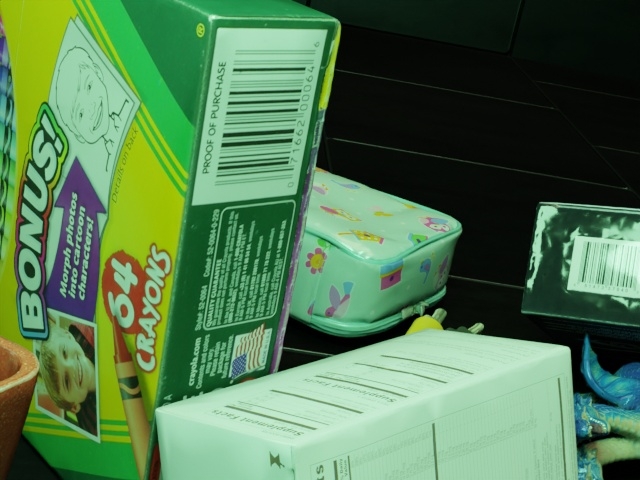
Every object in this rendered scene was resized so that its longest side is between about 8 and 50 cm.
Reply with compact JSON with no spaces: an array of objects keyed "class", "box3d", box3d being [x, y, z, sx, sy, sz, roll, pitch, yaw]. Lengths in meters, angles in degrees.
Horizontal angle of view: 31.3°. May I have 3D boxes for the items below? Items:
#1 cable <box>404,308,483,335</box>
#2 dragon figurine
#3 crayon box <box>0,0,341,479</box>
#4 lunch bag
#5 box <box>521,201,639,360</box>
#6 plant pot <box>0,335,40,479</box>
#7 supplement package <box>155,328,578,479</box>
[{"class":"cable","box3d":[0.073,0.146,0.973,0.139,0.072,0.287,41,44,23]},{"class":"dragon figurine","box3d":[0.258,0.138,1.006,0.144,0.085,0.289,12,20,2]},{"class":"crayon box","box3d":[-0.152,-0.020,0.808,0.106,0.362,0.313,-8,28,-41]},{"class":"lunch bag","box3d":[0.000,0.000,1.200,0.279,0.107,0.224,24,21,27]},{"class":"box","box3d":[0.292,0.046,1.083,0.153,0.108,0.207,6,-12,23]},{"class":"plant pot","box3d":[-0.314,0.144,0.473,0.267,0.235,0.267,22,23,23]},{"class":"supplement package","box3d":[0.037,0.149,0.726,0.244,0.139,0.134,-10,9,-41]}]
